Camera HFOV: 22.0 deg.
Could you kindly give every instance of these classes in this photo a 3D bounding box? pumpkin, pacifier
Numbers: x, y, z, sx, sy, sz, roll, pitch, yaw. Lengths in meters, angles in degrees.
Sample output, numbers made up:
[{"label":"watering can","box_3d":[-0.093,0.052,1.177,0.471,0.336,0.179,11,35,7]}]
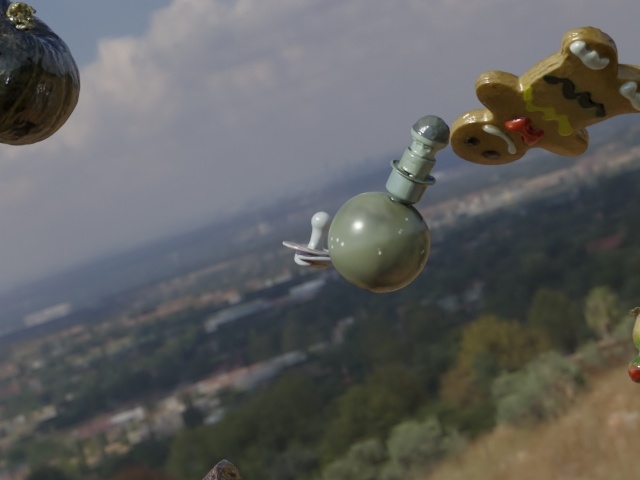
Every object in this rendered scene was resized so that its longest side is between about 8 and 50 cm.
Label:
[{"label":"pumpkin","box_3d":[-0.374,-0.204,1.865,0.157,0.223,0.223,-53,-8,14]},{"label":"pacifier","box_3d":[0.000,0.000,2.243,0.081,0.078,0.099,15,3,37]}]

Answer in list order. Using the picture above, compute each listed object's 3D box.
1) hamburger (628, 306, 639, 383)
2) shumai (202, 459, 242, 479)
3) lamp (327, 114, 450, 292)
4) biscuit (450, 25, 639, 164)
[{"label":"hamburger","box_3d":[0.419,0.128,1.643,0.237,0.149,0.237,-5,-12,-1]},{"label":"shumai","box_3d":[-0.138,0.335,2.031,0.105,0.123,0.139,6,-26,-15]},{"label":"lamp","box_3d":[0.069,-0.036,1.443,0.091,0.163,0.091,23,17,-7]},{"label":"biscuit","box_3d":[0.231,-0.133,1.708,0.158,0.035,0.240,30,-40,-29]}]
